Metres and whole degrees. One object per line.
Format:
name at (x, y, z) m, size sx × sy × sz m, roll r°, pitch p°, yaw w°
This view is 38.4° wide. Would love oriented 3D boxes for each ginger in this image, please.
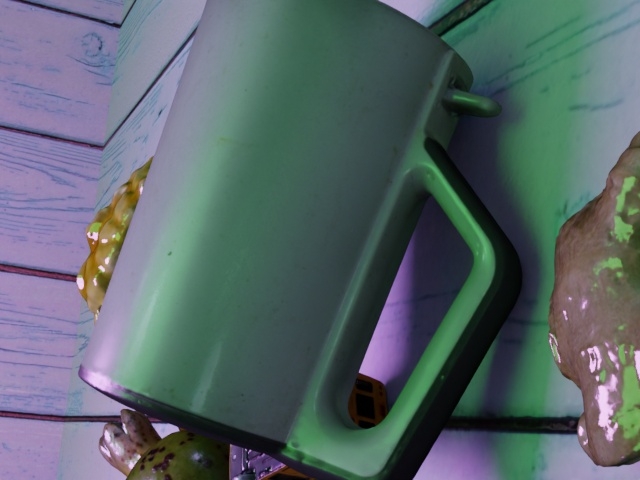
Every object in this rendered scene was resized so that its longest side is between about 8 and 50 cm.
ginger at (0.191, 0.032, 0.576) m, size 0.137 × 0.074 × 0.213 m, roll -27°, pitch 59°, yaw 51°

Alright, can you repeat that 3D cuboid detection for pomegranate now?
pomegranate at (-0.166, 0.293, 1.064) m, size 0.248 × 0.202 × 0.202 m, roll 43°, pitch 127°, yaw 23°

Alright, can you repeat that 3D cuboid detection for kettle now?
kettle at (0.000, 0.000, 0.801) m, size 0.361 × 0.250 × 0.377 m, roll 17°, pitch 81°, yaw 25°

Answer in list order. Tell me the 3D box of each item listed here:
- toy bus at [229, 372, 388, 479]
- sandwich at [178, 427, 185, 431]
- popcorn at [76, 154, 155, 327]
toy bus at (-0.018, 0.200, 0.938) m, size 0.194 × 0.088 × 0.083 m, roll -38°, pitch 43°, yaw 42°
sandwich at (-0.166, 0.215, 1.303) m, size 0.244 × 0.090 × 0.088 m, roll -163°, pitch 78°, yaw -69°
popcorn at (-0.147, 0.043, 1.114) m, size 0.274 × 0.279 × 0.335 m, roll -9°, pitch 59°, yaw 46°
